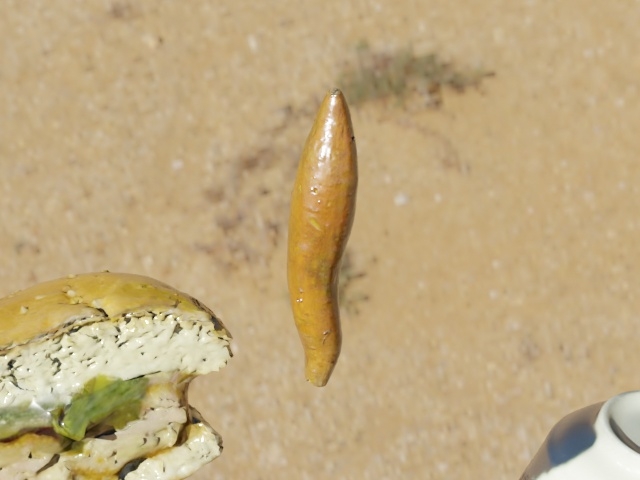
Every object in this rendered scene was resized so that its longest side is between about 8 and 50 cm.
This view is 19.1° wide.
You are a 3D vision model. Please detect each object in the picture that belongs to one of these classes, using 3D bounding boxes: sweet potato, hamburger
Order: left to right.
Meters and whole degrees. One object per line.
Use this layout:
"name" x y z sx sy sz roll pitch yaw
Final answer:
"hamburger" -0.180 0.085 1.044 0.262 0.124 0.131 -13 33 -11
"sweet potato" -0.001 0.000 1.568 0.057 0.264 0.057 6 21 -2

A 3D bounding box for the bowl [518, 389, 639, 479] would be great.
"bowl" 0.279 0.210 1.580 0.238 0.126 0.238 8 28 -4
